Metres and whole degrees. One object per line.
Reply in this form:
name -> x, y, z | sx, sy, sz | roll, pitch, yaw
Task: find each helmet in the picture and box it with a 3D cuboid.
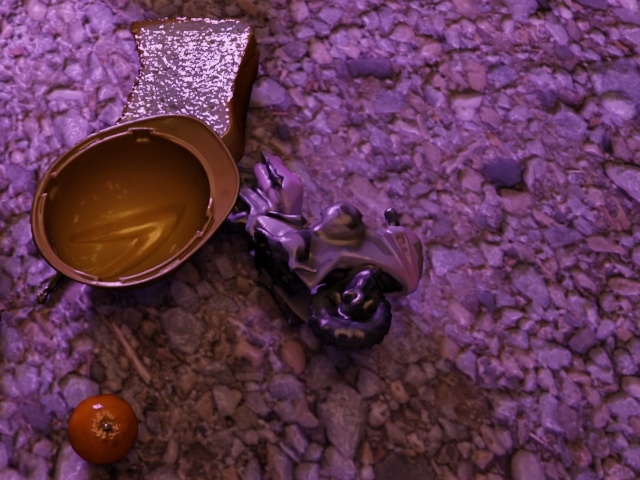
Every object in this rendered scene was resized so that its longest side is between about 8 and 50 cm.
helmet -> -0.223, -0.027, 1.523 | 0.257, 0.140, 0.205 | -30, 73, -14

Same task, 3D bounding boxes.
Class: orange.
orange -> -0.253, 0.220, 1.438 | 0.083, 0.083, 0.083 | 2, 65, -5

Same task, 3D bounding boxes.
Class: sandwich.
sandwich -> -0.179, -0.191, 1.623 | 0.186, 0.065, 0.215 | 2, 63, 18

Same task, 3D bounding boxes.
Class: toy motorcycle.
toy motorcycle -> 0.000, 0.000, 1.545 | 0.188, 0.143, 0.327 | -30, 56, -24

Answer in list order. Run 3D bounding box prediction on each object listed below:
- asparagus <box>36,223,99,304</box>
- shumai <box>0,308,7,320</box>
asparagus -> -0.318, 0.030, 1.555 | 0.015, 0.018, 0.127 | 10, 58, 38
shumai -> -0.460, 0.070, 1.449 | 0.175, 0.166, 0.206 | 42, 101, -1
